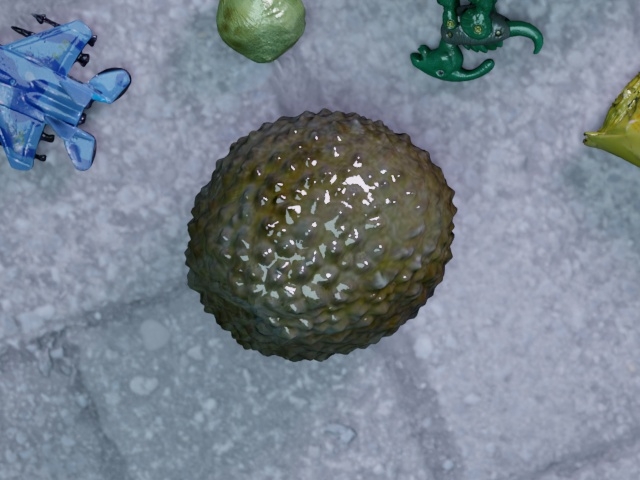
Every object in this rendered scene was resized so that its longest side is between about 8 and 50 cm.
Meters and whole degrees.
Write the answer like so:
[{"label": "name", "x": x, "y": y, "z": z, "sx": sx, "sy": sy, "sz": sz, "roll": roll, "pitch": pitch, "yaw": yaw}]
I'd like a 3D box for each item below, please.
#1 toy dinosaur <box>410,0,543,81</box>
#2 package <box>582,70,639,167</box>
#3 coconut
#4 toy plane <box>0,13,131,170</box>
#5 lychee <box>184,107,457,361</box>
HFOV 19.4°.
[{"label": "toy dinosaur", "x": 0.153, "y": -0.202, "z": 1.837, "sx": 0.132, "sy": 0.059, "sz": 0.096, "roll": 3, "pitch": 114, "yaw": 14}, {"label": "package", "x": 0.381, "y": -0.093, "z": 1.817, "sx": 0.226, "sy": 0.090, "sz": 0.168, "roll": 39, "pitch": 104, "yaw": -2}, {"label": "coconut", "x": -0.062, "y": -0.222, "z": 1.838, "sx": 0.096, "sy": 0.088, "sz": 0.088, "roll": 40, "pitch": 106, "yaw": -11}, {"label": "toy plane", "x": -0.323, "y": -0.170, "z": 1.887, "sx": 0.246, "sy": 0.078, "sz": 0.169, "roll": 28, "pitch": 107, "yaw": 5}, {"label": "lychee", "x": 0.000, "y": 0.000, "z": 1.805, "sx": 0.255, "sy": 0.274, "sz": 0.255, "roll": 11, "pitch": 125, "yaw": 17}]
